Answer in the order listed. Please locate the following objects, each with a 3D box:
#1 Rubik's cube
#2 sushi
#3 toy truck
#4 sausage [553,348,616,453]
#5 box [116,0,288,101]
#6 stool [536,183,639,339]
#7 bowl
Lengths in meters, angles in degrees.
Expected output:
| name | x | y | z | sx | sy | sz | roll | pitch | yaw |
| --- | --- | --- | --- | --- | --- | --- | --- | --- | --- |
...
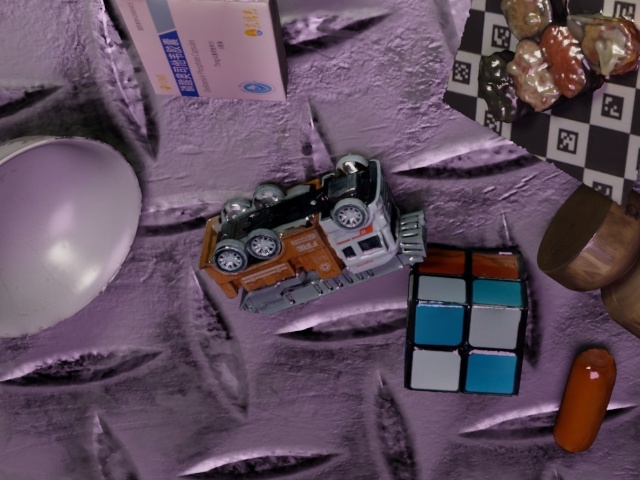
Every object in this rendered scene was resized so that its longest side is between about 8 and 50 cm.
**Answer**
| name | x | y | z | sx | sy | sz | roll | pitch | yaw |
| --- | --- | --- | --- | --- | --- | --- | --- | --- | --- |
| Rubik's cube | 0.221 | 0.121 | 2.113 | 0.183 | 0.180 | 0.167 | 1 | 120 | 2 |
| sushi | 0.312 | -0.248 | 1.860 | 0.339 | 0.069 | 0.320 | 35 | 125 | 28 |
| toy truck | 0.000 | 0.000 | 2.098 | 0.338 | 0.133 | 0.184 | -19 | 125 | 18 |
| sausage | 0.430 | 0.265 | 2.235 | 0.076 | 0.076 | 0.197 | 9 | 120 | 0 |
| box | -0.153 | -0.281 | 1.865 | 0.200 | 0.343 | 0.065 | 4 | 75 | 3 |
| stool | 0.481 | 0.044 | 2.050 | 0.264 | 0.179 | 0.179 | 34 | 116 | -14 |
| bowl | -0.454 | -0.037 | 2.069 | 0.157 | 0.346 | 0.345 | 37 | 127 | 36 |
